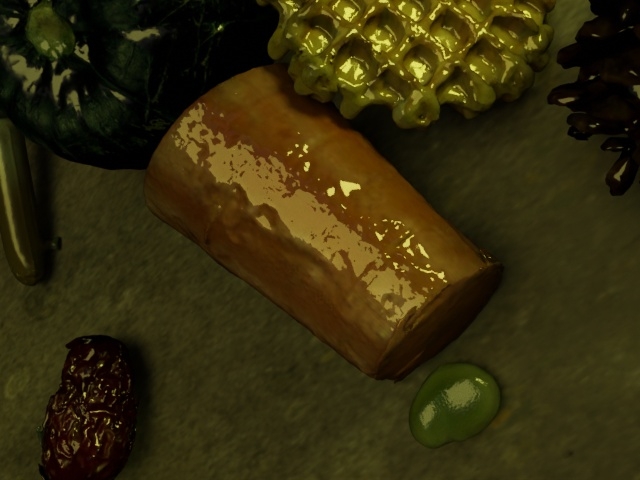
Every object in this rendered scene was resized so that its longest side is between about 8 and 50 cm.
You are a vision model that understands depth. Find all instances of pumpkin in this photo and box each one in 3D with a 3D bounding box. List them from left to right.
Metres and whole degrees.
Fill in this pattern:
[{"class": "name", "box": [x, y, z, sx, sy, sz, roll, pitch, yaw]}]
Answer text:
[{"class": "pumpkin", "box": [-0.179, -0.221, 0.714, 0.315, 0.238, 0.315, 10, 110, 27]}]

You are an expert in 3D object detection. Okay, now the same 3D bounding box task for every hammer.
[{"class": "hammer", "box": [-0.366, -0.096, 0.874, 0.202, 0.113, 0.305, -3, 99, 57]}]

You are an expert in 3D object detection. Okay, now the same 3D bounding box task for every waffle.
[{"class": "waffle", "box": [0.072, -0.209, 0.603, 0.253, 0.056, 0.249, -15, 80, -11]}]

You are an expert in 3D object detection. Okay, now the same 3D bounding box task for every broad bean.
[{"class": "broad bean", "box": [0.111, 0.138, 0.630, 0.083, 0.045, 0.063, -41, 69, 12]}]

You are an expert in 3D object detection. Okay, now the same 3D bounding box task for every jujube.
[{"class": "jujube", "box": [-0.238, 0.184, 0.790, 0.104, 0.104, 0.166, 8, 82, 29]}]

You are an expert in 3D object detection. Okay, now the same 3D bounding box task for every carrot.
[{"class": "carrot", "box": [0.000, 0.000, 0.626, 0.254, 0.196, 0.196, 47, 108, 20]}]

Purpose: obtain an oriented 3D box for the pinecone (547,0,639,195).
[{"class": "pinecone", "box": [0.272, -0.146, 0.470, 0.224, 0.224, 0.272, 29, 119, 28]}]
